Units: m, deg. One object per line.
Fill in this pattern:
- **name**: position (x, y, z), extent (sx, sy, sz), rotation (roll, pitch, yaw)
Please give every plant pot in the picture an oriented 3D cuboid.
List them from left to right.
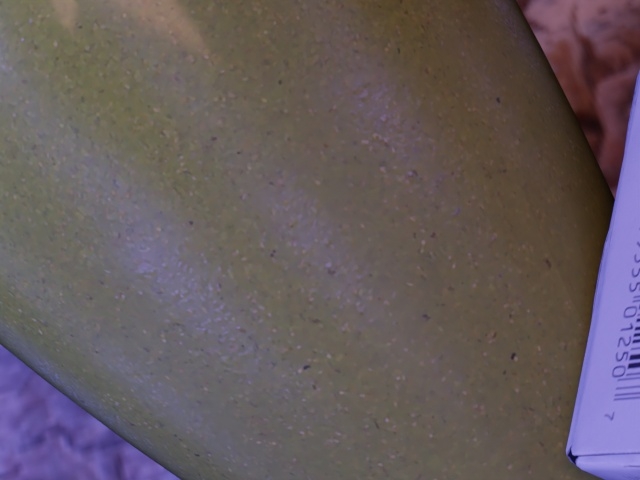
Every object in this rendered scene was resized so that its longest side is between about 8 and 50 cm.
- **plant pot**: position (0.000, 0.000, 0.766), extent (0.275, 0.275, 0.293), rotation (-40, 86, -3)

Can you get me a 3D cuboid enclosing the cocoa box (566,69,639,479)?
- **cocoa box**: position (0.271, -0.055, 0.680), extent (0.231, 0.228, 0.347), rotation (-11, 61, 54)
